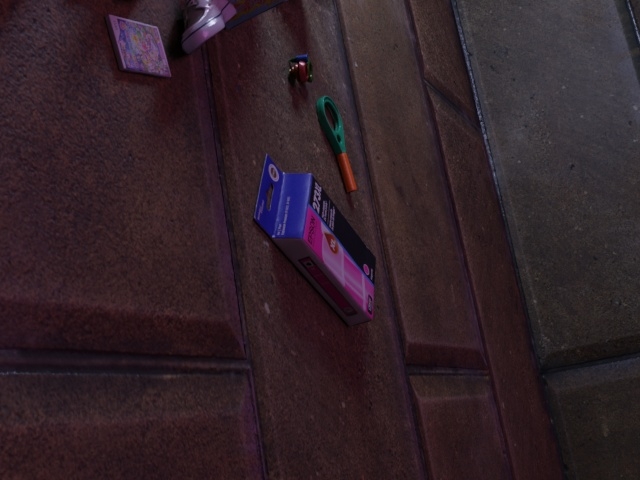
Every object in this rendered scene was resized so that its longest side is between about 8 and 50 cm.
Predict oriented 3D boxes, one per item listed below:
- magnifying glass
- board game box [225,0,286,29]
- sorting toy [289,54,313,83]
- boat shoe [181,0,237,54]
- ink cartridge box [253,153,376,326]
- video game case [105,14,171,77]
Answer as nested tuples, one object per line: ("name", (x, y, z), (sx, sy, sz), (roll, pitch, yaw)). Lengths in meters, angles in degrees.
("magnifying glass", (0.040, -0.225, 1.852), (0.092, 0.026, 0.231), (-14, 86, -65))
("board game box", (-0.135, -0.564, 1.565), (0.142, 0.144, 0.275), (54, 30, -33))
("sorting toy", (-0.046, -0.379, 1.761), (0.102, 0.042, 0.061), (-50, 136, -74))
("boat shoe", (-0.213, -0.391, 1.397), (0.076, 0.083, 0.226), (50, 20, -18))
("ink cartridge box", (0.000, 0.000, 1.589), (0.371, 0.069, 0.176), (48, 35, -38))
("video game case", (-0.286, -0.304, 1.254), (0.122, 0.011, 0.087), (-11, 85, -64))
